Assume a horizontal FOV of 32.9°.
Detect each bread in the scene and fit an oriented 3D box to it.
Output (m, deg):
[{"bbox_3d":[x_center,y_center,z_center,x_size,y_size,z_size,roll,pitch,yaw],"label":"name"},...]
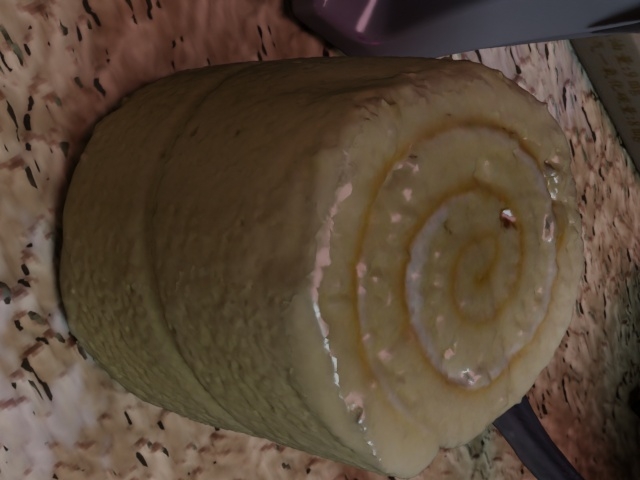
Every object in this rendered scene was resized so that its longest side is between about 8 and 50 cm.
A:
[{"bbox_3d":[0.000,0.000,0.399,0.148,0.141,0.134,-41,122,-35],"label":"bread"}]

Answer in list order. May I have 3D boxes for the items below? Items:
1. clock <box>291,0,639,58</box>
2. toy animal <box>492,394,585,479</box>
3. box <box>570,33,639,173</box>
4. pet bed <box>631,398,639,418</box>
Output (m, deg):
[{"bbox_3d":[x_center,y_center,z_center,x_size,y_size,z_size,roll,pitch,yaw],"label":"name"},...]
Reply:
[{"bbox_3d":[0.047,-0.140,0.402,0.253,0.186,0.083,28,72,-42],"label":"clock"},{"bbox_3d":[0.195,0.226,0.539,0.206,0.367,0.081,-63,162,5],"label":"toy animal"},{"bbox_3d":[0.263,-0.123,0.714,0.365,0.051,0.204,51,60,-36],"label":"box"},{"bbox_3d":[0.318,0.125,0.665,0.183,0.211,0.159,-8,127,-20],"label":"pet bed"}]
